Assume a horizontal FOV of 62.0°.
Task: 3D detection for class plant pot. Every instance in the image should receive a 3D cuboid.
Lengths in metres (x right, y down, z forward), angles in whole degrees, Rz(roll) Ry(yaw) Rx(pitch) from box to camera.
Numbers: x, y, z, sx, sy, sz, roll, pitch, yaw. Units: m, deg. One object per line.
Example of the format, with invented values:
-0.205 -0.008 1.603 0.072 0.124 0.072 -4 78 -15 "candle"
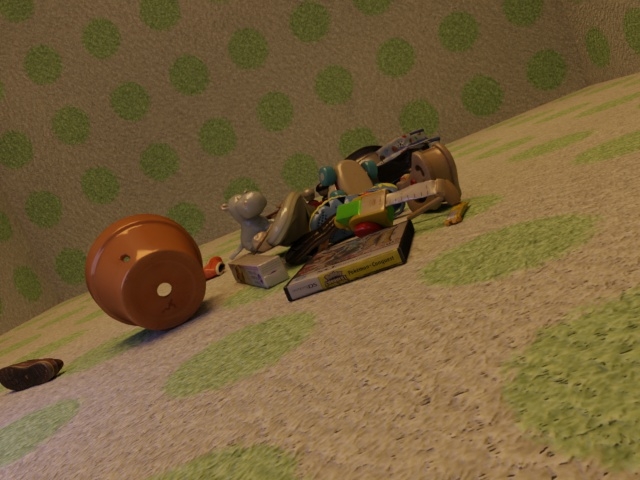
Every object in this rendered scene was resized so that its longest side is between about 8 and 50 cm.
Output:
-0.410 0.093 1.317 0.291 0.290 0.203 -26 25 -24 "plant pot"

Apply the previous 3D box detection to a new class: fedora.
0.229 -0.284 2.317 0.276 0.243 0.124 -16 35 -20 "fedora"

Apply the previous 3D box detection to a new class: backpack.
0.370 -0.326 2.147 0.263 0.213 0.277 -15 0 -32 "backpack"

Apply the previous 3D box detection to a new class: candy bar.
0.308 -0.064 1.200 0.040 0.018 0.161 -23 8 27 "candy bar"

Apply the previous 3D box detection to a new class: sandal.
0.000 0.000 1.441 0.219 0.060 0.090 -38 23 1 "sandal"
0.115 -0.084 1.517 0.317 0.126 0.138 -26 12 -15 "sandal"

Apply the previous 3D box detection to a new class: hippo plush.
-0.244 -0.089 2.093 0.234 0.236 0.294 -29 10 -35 "hippo plush"

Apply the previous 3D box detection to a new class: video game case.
0.072 0.034 1.142 0.248 0.035 0.275 -20 8 17 "video game case"

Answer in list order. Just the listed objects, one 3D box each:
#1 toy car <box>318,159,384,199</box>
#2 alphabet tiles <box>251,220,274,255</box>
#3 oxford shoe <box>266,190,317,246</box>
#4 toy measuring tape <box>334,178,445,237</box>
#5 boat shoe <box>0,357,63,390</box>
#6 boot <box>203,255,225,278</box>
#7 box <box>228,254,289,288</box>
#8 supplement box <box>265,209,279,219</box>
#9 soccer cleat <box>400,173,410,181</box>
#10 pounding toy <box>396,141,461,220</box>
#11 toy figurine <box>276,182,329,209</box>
0.101 -0.164 2.030 0.219 0.210 0.238 -12 -26 -24 "toy car"
-0.180 -0.007 1.704 0.237 0.009 0.198 -50 8 52 "alphabet tiles"
-0.066 -0.049 1.591 0.169 0.130 0.449 -60 -1 4 "oxford shoe"
0.173 -0.071 1.286 0.330 0.121 0.121 -14 12 39 "toy measuring tape"
-0.707 0.323 1.303 0.178 0.064 0.060 -13 6 19 "boat shoe"
-0.370 0.094 1.909 0.085 0.059 0.158 -17 18 15 "boot"
-0.173 0.079 1.421 0.067 0.063 0.324 -27 9 -21 "box"
-0.179 -0.075 2.301 0.081 0.104 0.188 -16 10 43 "supplement box"
0.356 -0.207 1.869 0.076 0.068 0.196 -21 14 -25 "soccer cleat"
0.253 -0.147 1.361 0.155 0.154 0.269 -24 3 -14 "pounding toy"
-0.056 -0.138 2.222 0.210 0.148 0.213 -26 9 -25 "toy figurine"
